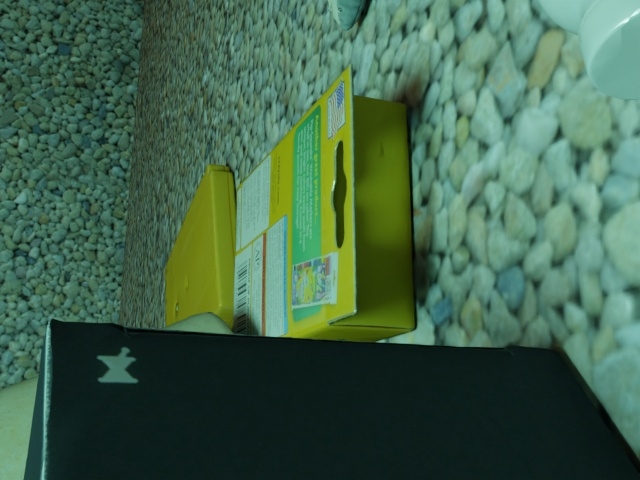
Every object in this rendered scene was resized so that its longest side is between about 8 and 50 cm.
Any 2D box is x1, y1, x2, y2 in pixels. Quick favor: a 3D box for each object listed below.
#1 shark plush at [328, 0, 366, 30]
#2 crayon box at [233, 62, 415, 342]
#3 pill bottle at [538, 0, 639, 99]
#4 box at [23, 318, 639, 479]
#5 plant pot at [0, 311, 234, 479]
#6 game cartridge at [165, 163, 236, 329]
[{"bbox_3d":[0.057,-0.283,0.752,0.161,0.073,0.067,-38,66,34],"label":"shark plush"},{"bbox_3d":[0.000,0.000,0.730,0.323,0.083,0.203,146,126,-64],"label":"crayon box"},{"bbox_3d":[0.148,-0.165,0.371,0.103,0.103,0.184,132,139,-56],"label":"pill bottle"},{"bbox_3d":[-0.024,0.263,0.427,0.212,0.293,0.396,-113,35,-51],"label":"box"},{"bbox_3d":[-0.187,0.235,0.744,0.334,0.305,0.334,51,158,30],"label":"plant pot"},{"bbox_3d":[-0.196,0.074,1.268,0.324,0.052,0.285,124,146,-46],"label":"game cartridge"}]
